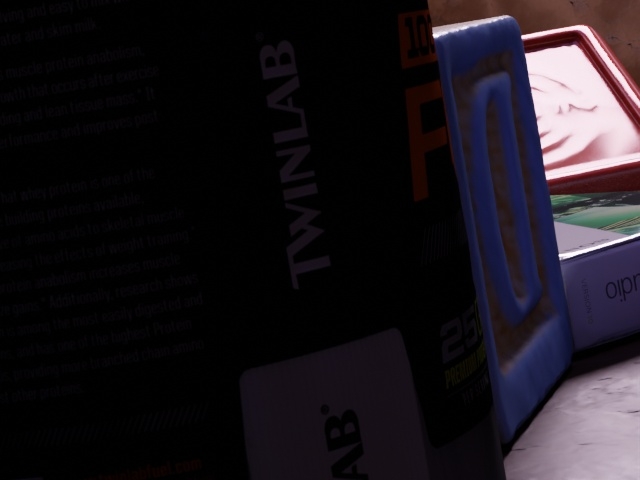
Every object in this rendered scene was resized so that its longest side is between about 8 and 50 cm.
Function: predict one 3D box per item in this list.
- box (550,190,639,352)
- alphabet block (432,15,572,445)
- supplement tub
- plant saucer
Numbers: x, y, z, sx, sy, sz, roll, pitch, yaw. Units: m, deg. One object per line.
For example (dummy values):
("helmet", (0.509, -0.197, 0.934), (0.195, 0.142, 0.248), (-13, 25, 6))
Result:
("box", (0.132, 0.013, 1.219), (0.232, 0.058, 0.322), (-15, 9, -34))
("alphabet block", (0.000, 0.000, 0.956), (0.197, 0.192, 0.193), (-9, 5, 18))
("supplement tub", (-0.062, -0.028, 0.622), (0.207, 0.338, 0.207), (-10, 7, 1))
("plant saucer", (0.148, -0.084, 1.526), (0.258, 0.047, 0.259), (-11, 37, -10))
